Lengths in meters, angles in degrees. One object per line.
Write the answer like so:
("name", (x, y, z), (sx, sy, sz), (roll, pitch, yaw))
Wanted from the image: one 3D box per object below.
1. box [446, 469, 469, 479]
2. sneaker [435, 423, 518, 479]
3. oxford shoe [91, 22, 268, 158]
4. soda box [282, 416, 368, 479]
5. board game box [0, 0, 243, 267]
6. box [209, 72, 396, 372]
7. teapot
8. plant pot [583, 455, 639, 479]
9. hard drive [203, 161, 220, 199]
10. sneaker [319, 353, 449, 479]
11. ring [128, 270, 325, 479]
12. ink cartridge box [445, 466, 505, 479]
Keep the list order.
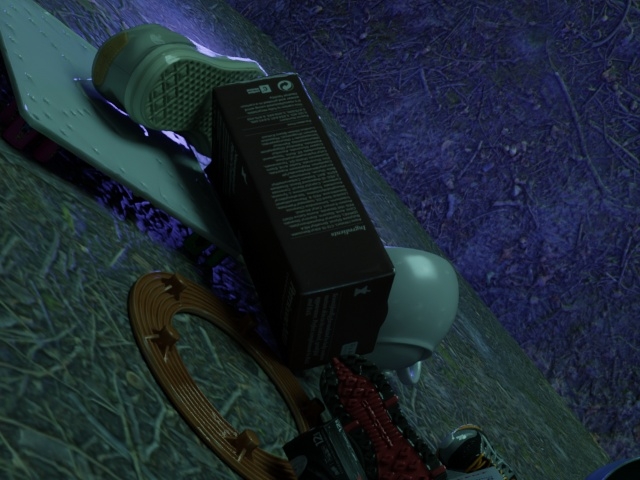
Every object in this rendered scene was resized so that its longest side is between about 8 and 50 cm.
("box", (0.241, 0.417, 1.347), (0.231, 0.056, 0.183), (26, 25, -47))
("sneaker", (0.265, 0.370, 1.560), (0.215, 0.084, 0.083), (40, 7, -39))
("oxford shoe", (-0.193, -0.224, 1.445), (0.130, 0.169, 0.449), (32, 8, 17))
("soda box", (0.026, 0.274, 1.002), (0.169, 0.053, 0.060), (63, 14, 7))
("board game box", (-0.303, -0.166, 1.333), (0.390, 0.050, 0.390), (37, 17, -46))
("box", (-0.039, -0.031, 1.339), (0.191, 0.143, 0.381), (100, -29, -50))
("teapot", (0.103, 0.130, 1.526), (0.255, 0.252, 0.187), (9, 70, -22))
("plant pot", (0.560, 0.532, 1.741), (0.293, 0.293, 0.196), (48, -15, -2))
("hard drive", (-0.048, -0.006, 1.708), (0.339, 0.064, 0.237), (30, 21, -54))
("sneaker", (0.087, 0.267, 1.204), (0.125, 0.104, 0.262), (78, -11, -72))
("ring", (-0.087, 0.159, 1.110), (0.336, 0.032, 0.336), (45, 11, -11))
("ink cartridge box", (0.160, 0.337, 1.034), (0.176, 0.128, 0.127), (50, 24, -88))
